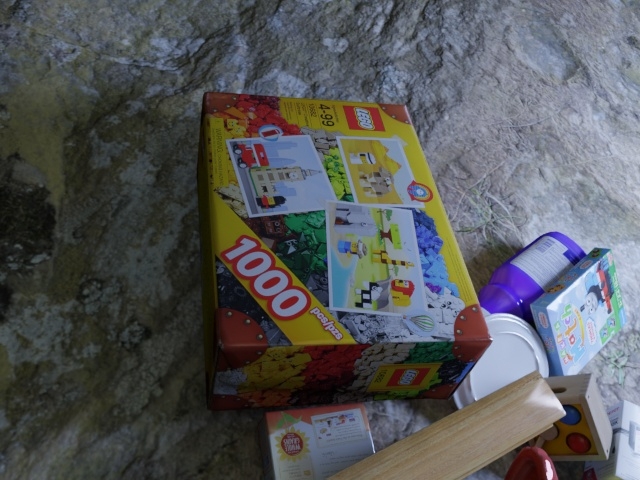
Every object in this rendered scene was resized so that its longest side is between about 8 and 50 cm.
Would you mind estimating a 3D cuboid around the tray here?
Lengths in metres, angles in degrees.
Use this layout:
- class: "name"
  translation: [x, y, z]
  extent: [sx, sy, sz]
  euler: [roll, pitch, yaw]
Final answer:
- class: "tray"
  translation: [0.098, 0.301, 0.803]
  extent: [0.411, 0.202, 0.076]
  euler: [-16, 65, -28]

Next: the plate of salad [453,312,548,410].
- class: "plate of salad"
  translation: [0.295, 0.220, 1.061]
  extent: [0.200, 0.048, 0.199]
  euler: [1, 87, -22]

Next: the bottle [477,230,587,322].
- class: "bottle"
  translation: [0.372, 0.089, 1.164]
  extent: [0.283, 0.092, 0.118]
  euler: [-31, 66, -30]

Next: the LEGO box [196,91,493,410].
- class: "LEGO box"
  translation: [0.000, 0.000, 1.025]
  extent: [0.373, 0.193, 0.499]
  euler: [0, 50, -15]

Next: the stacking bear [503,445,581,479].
- class: "stacking bear"
  translation: [0.417, 0.428, 0.918]
  extent: [0.289, 0.164, 0.175]
  euler: [16, 23, -17]

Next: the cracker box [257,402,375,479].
- class: "cracker box"
  translation: [0.006, 0.358, 0.904]
  extent: [0.156, 0.067, 0.232]
  euler: [-1, 57, -18]

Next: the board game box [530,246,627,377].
- class: "board game box"
  translation: [0.466, 0.131, 1.139]
  extent: [0.212, 0.039, 0.160]
  euler: [-32, 112, -29]

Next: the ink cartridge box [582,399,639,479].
- class: "ink cartridge box"
  translation: [0.477, 0.339, 1.024]
  extent: [0.056, 0.099, 0.135]
  euler: [25, 54, 3]

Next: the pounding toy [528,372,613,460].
- class: "pounding toy"
  translation: [0.366, 0.295, 0.997]
  extent: [0.100, 0.141, 0.130]
  euler: [-36, 106, -54]
